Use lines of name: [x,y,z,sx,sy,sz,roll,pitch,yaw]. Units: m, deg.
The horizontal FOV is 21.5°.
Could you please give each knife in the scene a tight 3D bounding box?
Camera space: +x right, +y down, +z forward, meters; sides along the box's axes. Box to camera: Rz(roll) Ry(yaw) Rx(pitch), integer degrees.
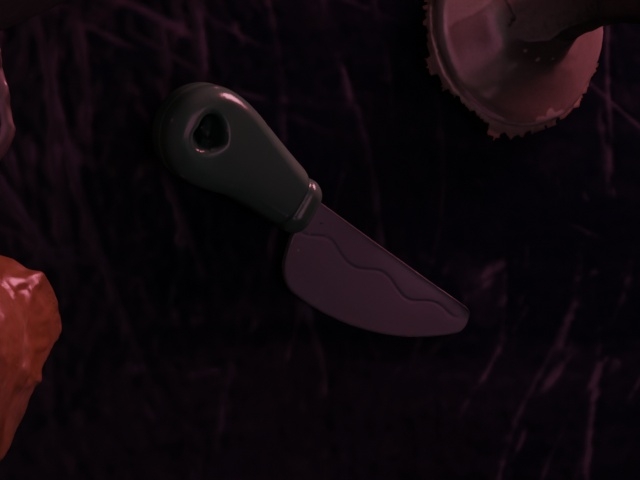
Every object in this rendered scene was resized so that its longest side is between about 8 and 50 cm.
knife: [-0.001,0.001,0.965,0.260,0.035,0.063,41,79,-35]

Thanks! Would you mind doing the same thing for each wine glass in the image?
wine glass: [0.200,-0.131,0.906,0.143,0.321,0.143,-1,91,-35]

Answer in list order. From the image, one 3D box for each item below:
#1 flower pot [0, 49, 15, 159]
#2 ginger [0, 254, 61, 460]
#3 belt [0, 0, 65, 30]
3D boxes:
flower pot: [-0.259,-0.054,0.733,0.229,0.108,0.103,-11,104,-31]
ginger: [-0.197,0.055,0.781,0.115,0.122,0.193,38,56,10]
belt: [-0.180,-0.187,0.659,0.164,0.289,0.184,-25,135,-28]
